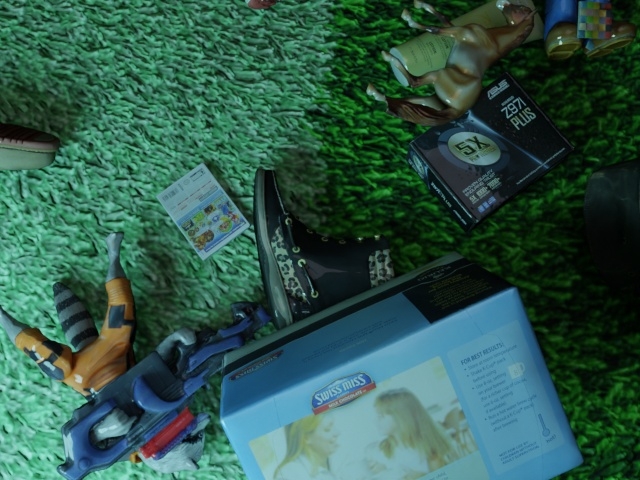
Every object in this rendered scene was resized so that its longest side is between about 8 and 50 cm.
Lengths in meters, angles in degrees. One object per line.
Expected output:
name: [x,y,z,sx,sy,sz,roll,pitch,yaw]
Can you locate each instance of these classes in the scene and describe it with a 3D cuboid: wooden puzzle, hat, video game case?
wooden puzzle: [0.381,-0.306,0.965,0.049,0.006,0.083,0,94,-11]
hat: [0.430,-0.026,0.919,0.134,0.331,0.331,1,76,44]
video game case: [-0.173,-0.043,1.030,0.087,0.011,0.122,-37,80,-5]

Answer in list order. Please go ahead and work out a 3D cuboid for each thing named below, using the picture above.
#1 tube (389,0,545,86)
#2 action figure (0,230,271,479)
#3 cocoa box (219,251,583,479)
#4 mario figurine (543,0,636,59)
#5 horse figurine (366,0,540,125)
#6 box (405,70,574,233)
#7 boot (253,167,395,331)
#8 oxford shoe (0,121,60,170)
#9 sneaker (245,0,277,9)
tube: [0.221,-0.305,1.044,0.240,0.070,0.062,-24,37,-9]
action figure: [-0.242,0.159,0.952,0.341,0.178,0.330,-29,85,-33]
cocoa box: [0.081,0.196,0.835,0.347,0.228,0.231,-24,100,-3]
mario figurine: [0.369,-0.435,0.996,0.170,0.198,0.320,-13,84,43]
horse figurine: [0.175,-0.244,0.958,0.174,0.066,0.263,24,66,8]
box: [0.239,-0.125,0.997,0.180,0.077,0.147,-36,79,-5]
boot: [0.000,0.002,0.985,0.179,0.085,0.236,-8,72,-8]
oxford shoe: [-0.553,-0.105,1.021,0.348,0.123,0.130,-1,106,0]
sneaker: [-0.089,-0.465,1.081,0.093,0.088,0.225,4,81,26]
